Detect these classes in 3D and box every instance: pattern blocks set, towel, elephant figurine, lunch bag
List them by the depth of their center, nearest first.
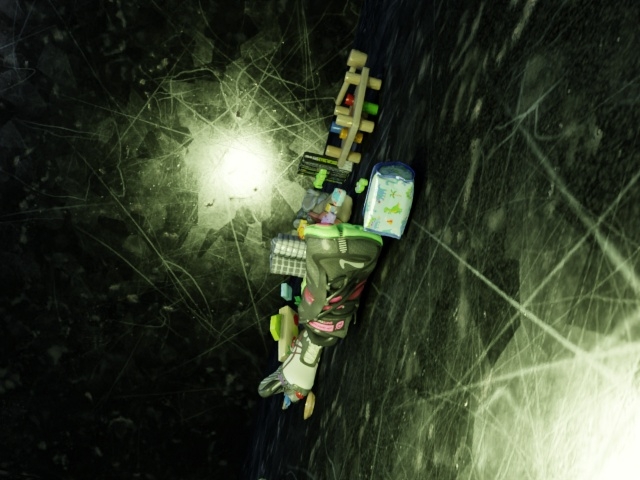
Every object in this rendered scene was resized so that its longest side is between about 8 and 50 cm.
[{"bbox_3d":[0.143,-0.090,1.263,0.151,0.096,0.129,-53,-24,-68],"label":"lunch bag"},{"bbox_3d":[-0.041,0.056,1.898,0.283,0.235,0.121,-139,57,-83],"label":"towel"},{"bbox_3d":[-0.096,0.319,1.999,0.285,0.026,0.325,57,-148,-48],"label":"pattern blocks set"},{"bbox_3d":[0.011,-0.129,2.358,0.169,0.186,0.239,-29,-24,-51],"label":"elephant figurine"}]

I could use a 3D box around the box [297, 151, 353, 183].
[{"bbox_3d":[0.015,-0.275,2.337,0.184,0.190,0.045,134,148,-79],"label":"box"}]

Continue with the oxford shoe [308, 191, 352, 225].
[{"bbox_3d":[0.050,-0.100,2.088,0.130,0.123,0.348,-57,12,-1],"label":"oxford shoe"}]

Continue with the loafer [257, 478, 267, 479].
[{"bbox_3d":[-0.168,0.867,1.912,0.087,0.094,0.251,-40,37,35],"label":"loafer"}]

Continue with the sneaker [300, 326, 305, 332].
[{"bbox_3d":[-0.022,0.233,2.013,0.067,0.078,0.188,-101,26,-75],"label":"sneaker"}]

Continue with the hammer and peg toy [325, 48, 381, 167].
[{"bbox_3d":[0.121,-0.460,2.121,0.266,0.127,0.361,112,171,-61],"label":"hammer and peg toy"}]

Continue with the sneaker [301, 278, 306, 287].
[{"bbox_3d":[-0.010,0.109,2.144,0.240,0.091,0.126,-106,32,-80],"label":"sneaker"}]

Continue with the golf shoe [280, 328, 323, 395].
[{"bbox_3d":[-0.047,0.349,1.855,0.120,0.105,0.273,-58,11,26],"label":"golf shoe"}]

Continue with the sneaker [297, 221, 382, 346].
[{"bbox_3d":[0.040,0.113,1.412,0.483,0.185,0.202,93,180,-61],"label":"sneaker"}]

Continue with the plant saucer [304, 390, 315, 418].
[{"bbox_3d":[-0.030,0.485,1.805,0.083,0.015,0.083,-166,90,-84],"label":"plant saucer"}]

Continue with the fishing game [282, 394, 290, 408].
[{"bbox_3d":[-0.114,0.540,2.317,0.264,0.041,0.189,114,171,-58],"label":"fishing game"}]

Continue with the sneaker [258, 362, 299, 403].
[{"bbox_3d":[-0.111,0.487,2.008,0.228,0.086,0.132,-33,-76,-59],"label":"sneaker"}]

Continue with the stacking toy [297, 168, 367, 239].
[{"bbox_3d":[0.040,-0.097,1.838,0.052,0.167,0.221,47,123,50],"label":"stacking toy"}]
